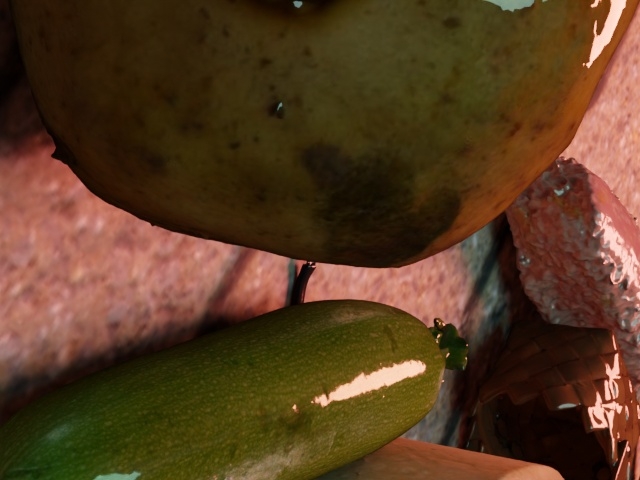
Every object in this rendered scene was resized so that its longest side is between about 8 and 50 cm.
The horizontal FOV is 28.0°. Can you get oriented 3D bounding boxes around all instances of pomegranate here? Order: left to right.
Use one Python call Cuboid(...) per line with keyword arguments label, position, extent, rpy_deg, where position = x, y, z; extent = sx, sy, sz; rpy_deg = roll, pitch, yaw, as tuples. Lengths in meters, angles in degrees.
Cuboid(label="pomegranate", position=(0.003, -0.121, 0.564), extent=(0.281, 0.281, 0.281), rpy_deg=(-17, 111, -50))

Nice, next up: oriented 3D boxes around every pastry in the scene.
Cuboid(label="pastry", position=(0.225, 0.044, 1.028), extent=(0.103, 0.112, 0.265), rpy_deg=(-59, 139, -37))

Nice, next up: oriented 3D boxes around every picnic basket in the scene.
Cuboid(label="picnic basket", position=(0.167, 0.160, 0.962), extent=(0.178, 0.128, 0.138), rpy_deg=(-54, 133, -34))

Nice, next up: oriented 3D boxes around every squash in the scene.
Cuboid(label="squash", position=(-0.031, 0.091, 0.713), extent=(0.379, 0.101, 0.101), rpy_deg=(-10, 106, -49))

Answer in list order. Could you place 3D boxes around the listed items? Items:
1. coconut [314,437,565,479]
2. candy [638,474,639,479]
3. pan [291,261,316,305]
Cuboid(label="coconut", position=(0.077, 0.224, 0.783), extent=(0.202, 0.222, 0.202), rpy_deg=(-18, 112, -55))
Cuboid(label="candy", position=(0.341, 0.130, 1.249), extent=(0.073, 0.077, 0.262), rpy_deg=(-30, 133, -71))
Cuboid(label="pan", position=(0.000, 0.000, 0.793), extent=(0.068, 0.023, 0.115), rpy_deg=(6, 93, -54))
